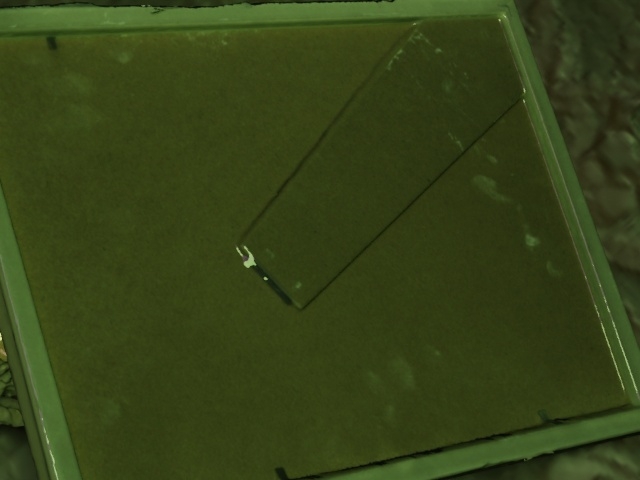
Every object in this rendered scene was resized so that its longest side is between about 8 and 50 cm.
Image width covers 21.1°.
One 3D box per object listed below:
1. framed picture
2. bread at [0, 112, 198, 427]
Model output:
[{"bbox_3d":[0.000,0.000,0.591,0.250,0.016,0.184,-8,74,-37],"label":"framed picture"},{"bbox_3d":[-0.100,0.010,0.604,0.125,0.082,0.106,-16,66,0],"label":"bread"}]
